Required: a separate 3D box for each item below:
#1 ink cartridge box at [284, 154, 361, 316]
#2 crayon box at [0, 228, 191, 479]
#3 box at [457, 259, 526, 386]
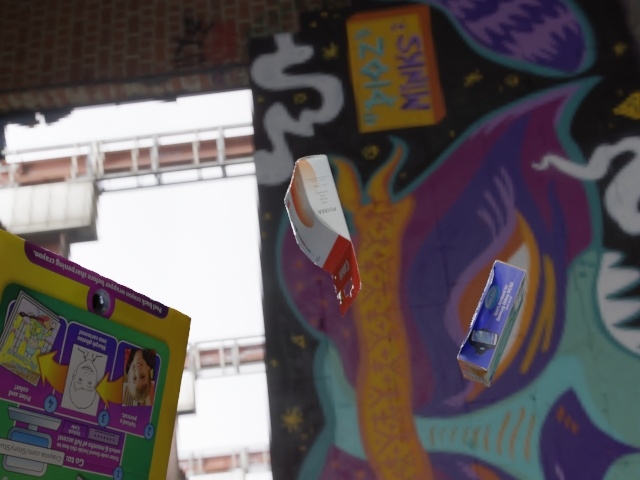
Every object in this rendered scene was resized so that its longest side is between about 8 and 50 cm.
[{"bbox_3d":[0.000,0.000,1.248,0.145,0.045,0.179,115,144,-70],"label":"ink cartridge box"},{"bbox_3d":[-0.312,0.189,1.109,0.363,0.106,0.313,35,-122,-54],"label":"crayon box"},{"bbox_3d":[0.135,0.067,0.765,0.136,0.028,0.081,57,-125,-74],"label":"box"}]
